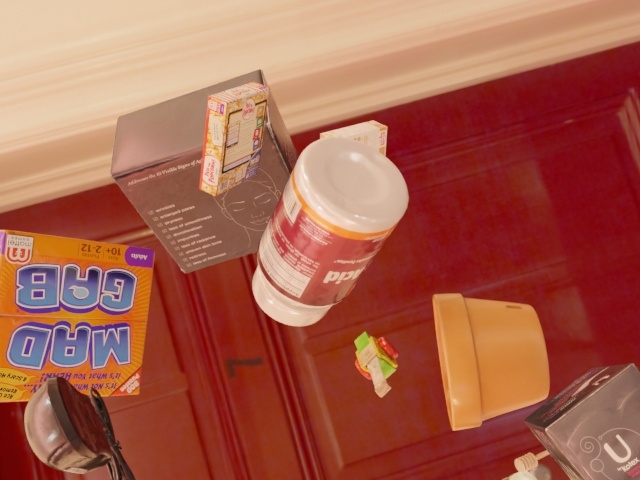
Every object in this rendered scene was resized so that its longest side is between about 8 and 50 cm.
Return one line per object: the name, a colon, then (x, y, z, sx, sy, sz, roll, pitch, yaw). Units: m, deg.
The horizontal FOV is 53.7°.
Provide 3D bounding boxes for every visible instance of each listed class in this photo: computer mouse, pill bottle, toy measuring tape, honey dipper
computer mouse: (-0.271, 0.256, 0.725, 0.184, 0.060, 0.262, 62, 165, 12)
pill bottle: (0.000, 0.000, 1.300, 0.392, 0.224, 0.224, 119, 141, -47)
toy measuring tape: (0.163, 0.340, 1.666, 0.330, 0.122, 0.121, -114, 9, -73)
honey dipper: (0.470, 0.435, 1.300, 0.030, 0.161, 0.030, 44, 141, 52)

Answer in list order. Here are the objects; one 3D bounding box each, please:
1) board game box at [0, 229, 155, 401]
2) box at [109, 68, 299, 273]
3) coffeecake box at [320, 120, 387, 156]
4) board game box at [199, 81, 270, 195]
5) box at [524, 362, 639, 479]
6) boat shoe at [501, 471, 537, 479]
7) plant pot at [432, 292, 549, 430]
board game box: (-0.664, 0.172, 1.522, 0.357, 0.357, 0.355, 0, 83, 44)
box: (-0.314, -0.199, 1.975, 0.471, 0.481, 0.297, 66, -170, -49)
coffeecake box: (0.092, -0.243, 1.768, 0.068, 0.186, 0.142, 37, 137, 45)
board game box: (-0.167, -0.200, 1.240, 0.147, 0.045, 0.193, -38, -33, -53)
box: (0.446, 0.301, 1.002, 0.143, 0.165, 0.270, 52, -179, 18)
boat shoe: (0.457, 0.725, 1.573, 0.304, 0.109, 0.091, -60, -3, -24)
plant pot: (0.360, 0.247, 1.348, 0.291, 0.204, 0.290, -7, -90, -82)
